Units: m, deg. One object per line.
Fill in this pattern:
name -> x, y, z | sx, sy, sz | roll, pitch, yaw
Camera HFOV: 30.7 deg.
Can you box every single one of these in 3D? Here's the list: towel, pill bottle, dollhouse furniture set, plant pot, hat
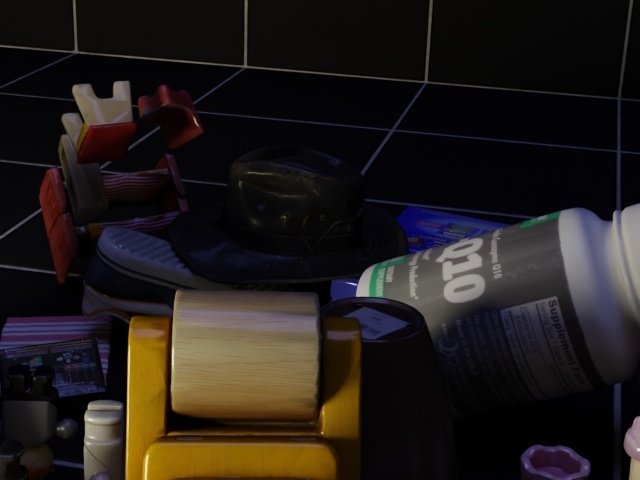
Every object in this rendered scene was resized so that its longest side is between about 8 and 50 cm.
towel -> -0.344, 0.151, 1.512 | 0.144, 0.029, 0.197 | -1, 24, -7
pill bottle -> 0.241, 0.081, 1.332 | 0.361, 0.204, 0.204 | -16, 15, 20
dollhouse furniture set -> -0.268, -0.080, 1.665 | 0.201, 0.152, 0.374 | -10, -17, -25
plant pot -> 0.045, 0.182, 1.174 | 0.215, 0.230, 0.215 | 2, 21, -1
hat -> -0.040, -0.055, 1.584 | 0.331, 0.134, 0.331 | 3, 26, -1

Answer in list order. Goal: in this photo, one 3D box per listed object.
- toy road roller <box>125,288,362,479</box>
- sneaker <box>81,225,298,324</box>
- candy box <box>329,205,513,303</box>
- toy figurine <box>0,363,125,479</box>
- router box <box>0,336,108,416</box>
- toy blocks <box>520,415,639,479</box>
toy road roller -> -0.064, 0.208, 0.974 | 0.202, 0.329, 0.240 | 1, -1, -4
sneaker -> -0.171, 0.086, 1.586 | 0.321, 0.127, 0.126 | 19, 19, -25
candy box -> 0.191, 0.070, 1.636 | 0.268, 0.122, 0.317 | 12, 22, 21
toy figurine -> -0.304, 0.230, 1.154 | 0.213, 0.148, 0.209 | 15, 19, 37
router box -> -0.323, 0.168, 1.403 | 0.122, 0.038, 0.092 | -6, 44, -15
toy blocks -> 0.386, 0.214, 1.080 | 0.289, 0.260, 0.309 | -13, 25, -36
